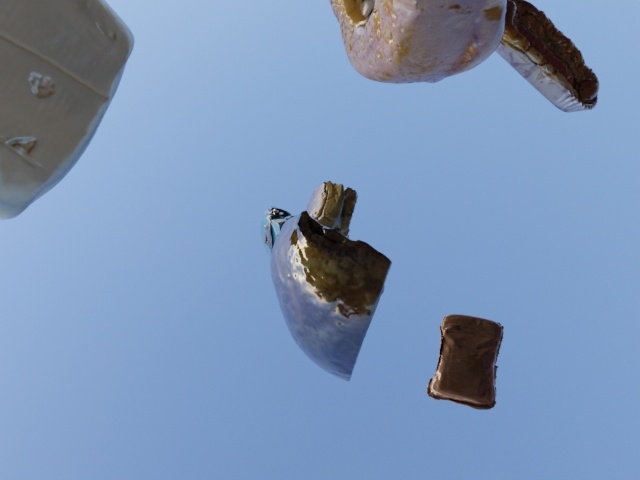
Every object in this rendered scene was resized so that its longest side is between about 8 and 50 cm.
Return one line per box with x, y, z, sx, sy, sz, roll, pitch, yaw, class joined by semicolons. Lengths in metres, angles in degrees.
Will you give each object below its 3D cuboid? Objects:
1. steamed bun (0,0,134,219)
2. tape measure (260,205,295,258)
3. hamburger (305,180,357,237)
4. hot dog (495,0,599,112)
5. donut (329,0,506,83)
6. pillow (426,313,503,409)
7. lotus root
-0.582;-0.300;1.013;0.289;0.371;0.456;10;-113;45;steamed bun
-0.102;-0.014;1.495;0.080;0.146;0.125;-15;-154;-26;tape measure
0.000;0.000;1.581;0.132;0.309;0.211;20;-125;-2;hamburger
0.383;-0.320;1.019;0.252;0.069;0.131;43;-123;-4;hot dog
0.110;-0.340;0.735;0.150;0.317;0.299;-16;-125;-12;donut
0.300;0.241;1.205;0.135;0.034;0.211;8;-129;19;pillow
0.001;0.097;0.875;0.210;0.314;0.142;24;-112;22;lotus root
